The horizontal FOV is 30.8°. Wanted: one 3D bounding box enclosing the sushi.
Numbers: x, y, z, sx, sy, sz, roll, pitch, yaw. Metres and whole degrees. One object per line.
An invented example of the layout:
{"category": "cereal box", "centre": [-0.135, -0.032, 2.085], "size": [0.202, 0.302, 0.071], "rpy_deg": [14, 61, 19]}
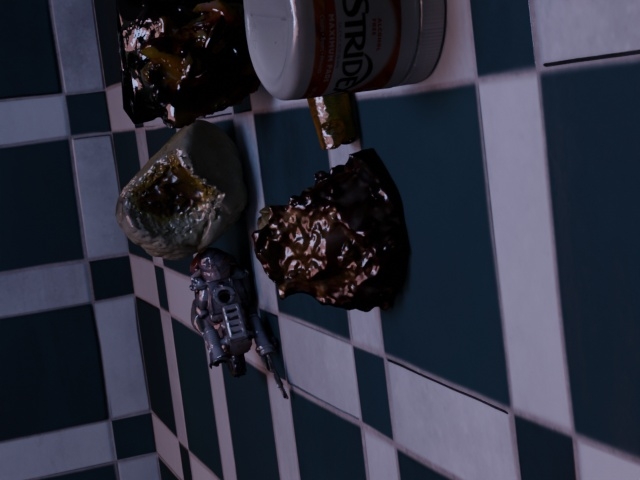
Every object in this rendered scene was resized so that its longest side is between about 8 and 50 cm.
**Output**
{"category": "sushi", "centre": [-0.210, -0.306, 1.963], "size": [0.212, 0.227, 0.215], "rpy_deg": [-129, 35, -56]}

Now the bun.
{"category": "bun", "centre": [-0.247, -0.083, 2.198], "size": [0.205, 0.281, 0.281], "rpy_deg": [45, 167, -14]}

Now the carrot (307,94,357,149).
{"category": "carrot", "centre": [0.003, -0.256, 1.632], "size": [0.070, 0.070, 0.260], "rpy_deg": [168, 91, -71]}

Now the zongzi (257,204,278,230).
{"category": "zongzi", "centre": [-0.044, -0.037, 1.859], "size": [0.160, 0.078, 0.176], "rpy_deg": [-117, 36, -42]}

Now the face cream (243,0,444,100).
{"category": "face cream", "centre": [0.022, -0.274, 1.375], "size": [0.201, 0.187, 0.201], "rpy_deg": [171, 90, -71]}

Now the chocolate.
{"category": "chocolate", "centre": [0.000, 0.000, 1.587], "size": [0.206, 0.177, 0.224], "rpy_deg": [172, 87, -71]}

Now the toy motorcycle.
{"category": "toy motorcycle", "centre": [-0.173, 0.155, 2.224], "size": [0.207, 0.134, 0.401], "rpy_deg": [95, 158, -52]}
